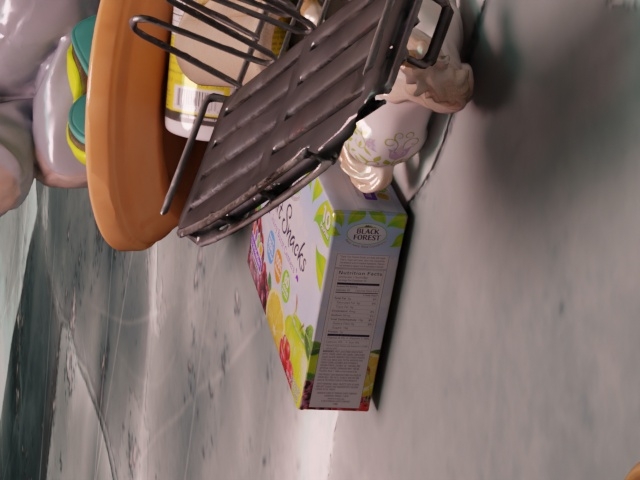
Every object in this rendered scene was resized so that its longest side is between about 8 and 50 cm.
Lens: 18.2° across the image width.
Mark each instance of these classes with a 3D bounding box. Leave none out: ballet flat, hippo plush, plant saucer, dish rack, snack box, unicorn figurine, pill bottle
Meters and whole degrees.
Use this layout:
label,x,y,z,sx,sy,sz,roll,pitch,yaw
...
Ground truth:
label,x,y,z,sx,sy,sz,roll,pitch,yaw
ballet flat,-0.144,-0.091,1.451,0.231,0.077,0.077,-108,4,-60
hippo plush,-0.281,-0.163,1.642,0.236,0.234,0.294,-167,79,-75
plant saucer,-0.088,-0.091,1.149,0.200,0.037,0.200,7,-90,-80
dish rack,-0.002,-0.135,0.717,0.208,0.074,0.272,-32,37,63
snack box,0.000,0.000,0.918,0.141,0.037,0.100,-114,32,-60
unicorn figurine,0.030,-0.075,0.799,0.162,0.060,0.111,89,166,-60
pill bottle,-0.047,-0.113,1.067,0.065,0.065,0.116,-139,54,-72

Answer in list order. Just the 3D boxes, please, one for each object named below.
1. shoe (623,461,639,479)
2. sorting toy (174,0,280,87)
label,x,y,z,sx,sy,sz,roll,pitch,yaw
shoe,0.094,0.112,0.522,0.076,0.058,0.219,51,152,21
sorting toy,-0.020,-0.175,0.937,0.193,0.038,0.208,-160,90,-75
